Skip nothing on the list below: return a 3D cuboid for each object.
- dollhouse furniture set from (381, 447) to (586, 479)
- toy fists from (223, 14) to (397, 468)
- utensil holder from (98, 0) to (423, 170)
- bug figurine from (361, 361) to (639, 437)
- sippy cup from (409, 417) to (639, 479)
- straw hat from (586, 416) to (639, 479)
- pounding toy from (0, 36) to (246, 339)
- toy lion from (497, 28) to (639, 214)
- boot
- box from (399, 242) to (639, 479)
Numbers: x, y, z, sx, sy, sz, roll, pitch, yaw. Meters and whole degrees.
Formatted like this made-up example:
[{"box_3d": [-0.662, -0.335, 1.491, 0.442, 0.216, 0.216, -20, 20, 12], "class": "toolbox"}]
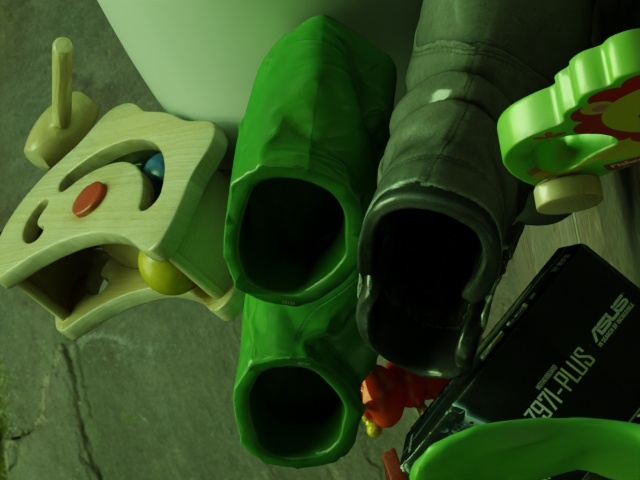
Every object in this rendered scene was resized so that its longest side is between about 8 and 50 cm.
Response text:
[{"box_3d": [0.186, 0.311, 1.445, 0.374, 0.201, 0.152, -107, 4, -61], "class": "dollhouse furniture set"}, {"box_3d": [0.000, 0.000, 0.979, 0.279, 0.096, 0.142, 88, -175, -47], "class": "toy fists"}, {"box_3d": [-0.007, -0.234, 1.077, 0.385, 0.327, 0.328, 65, -165, -63], "class": "utensil holder"}, {"box_3d": [0.127, 0.164, 1.151, 0.072, 0.216, 0.279, 7, 115, 63], "class": "bug figurine"}, {"box_3d": [0.093, 0.227, 0.632, 0.305, 0.224, 0.240, -88, -13, -70], "class": "sippy cup"}, {"box_3d": [0.179, 0.133, 0.945, 0.144, 0.061, 0.144, -11, -90, -85], "class": "straw hat"}, {"box_3d": [-0.158, -0.029, 1.139, 0.155, 0.154, 0.269, 43, 166, -31], "class": "pounding toy"}, {"box_3d": [0.101, -0.042, 0.539, 0.096, 0.100, 0.034, 25, -126, -62], "class": "toy lion"}, {"box_3d": [0.076, -0.026, 0.898, 0.338, 0.118, 0.223, 68, -142, -64], "class": "boot"}, {"box_3d": [0.119, 0.082, 0.930, 0.077, 0.147, 0.180, 39, -177, 4], "class": "box"}]
